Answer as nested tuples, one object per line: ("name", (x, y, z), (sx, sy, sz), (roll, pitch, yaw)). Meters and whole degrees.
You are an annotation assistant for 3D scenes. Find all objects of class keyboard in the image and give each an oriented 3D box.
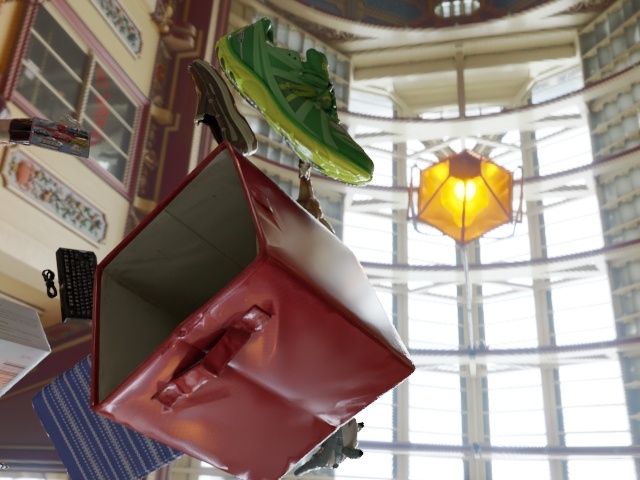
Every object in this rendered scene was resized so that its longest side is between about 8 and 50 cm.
("keyboard", (-0.473, 0.082, 1.193), (0.023, 0.108, 0.180), (-60, -140, 34))

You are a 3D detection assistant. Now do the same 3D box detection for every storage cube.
("storage cube", (-0.065, 0.065, 0.556), (0.183, 0.193, 0.215), (-42, -146, 11))

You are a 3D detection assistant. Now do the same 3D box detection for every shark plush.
("shark plush", (0.011, 0.335, 1.033), (0.161, 0.067, 0.073), (-45, -164, 36))

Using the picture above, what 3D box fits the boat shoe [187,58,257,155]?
("boat shoe", (-0.244, -0.296, 1.417), (0.095, 0.095, 0.258), (-29, -102, -25))

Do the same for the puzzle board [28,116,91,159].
("puzzle board", (-0.590, -0.235, 1.422), (0.011, 0.128, 0.097), (-54, -144, 36))

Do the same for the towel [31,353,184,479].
("towel", (-0.373, 0.322, 1.137), (0.336, 0.040, 0.243), (-33, -96, 24))

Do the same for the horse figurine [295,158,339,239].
("horse figurine", (0.000, 0.000, 1.101), (0.066, 0.263, 0.174), (-22, -159, 9))

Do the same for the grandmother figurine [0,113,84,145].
("grandmother figurine", (-0.766, -0.272, 1.573), (0.342, 0.104, 0.208), (2, -149, -5))

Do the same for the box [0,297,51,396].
("box", (-0.667, 0.210, 1.217), (0.181, 0.182, 0.119), (-41, -122, 4))

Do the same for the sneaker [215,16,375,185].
("sneaker", (-0.022, -0.198, 0.861), (0.123, 0.109, 0.295), (-42, -99, -1))

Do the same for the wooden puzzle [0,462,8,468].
("wooden puzzle", (-0.720, 0.475, 1.345), (0.116, 0.079, 0.014), (6, -115, 16))
